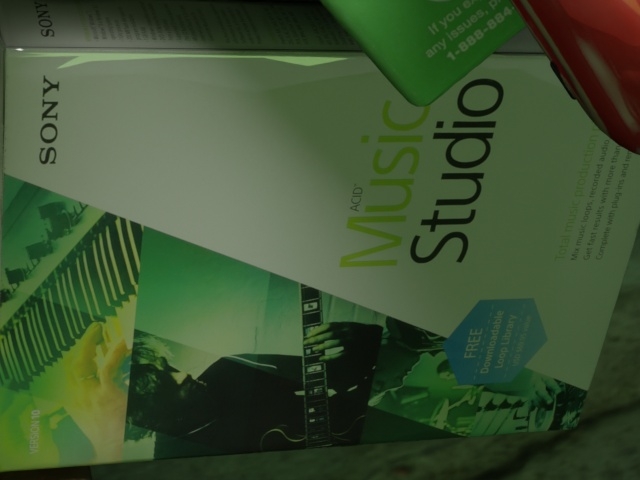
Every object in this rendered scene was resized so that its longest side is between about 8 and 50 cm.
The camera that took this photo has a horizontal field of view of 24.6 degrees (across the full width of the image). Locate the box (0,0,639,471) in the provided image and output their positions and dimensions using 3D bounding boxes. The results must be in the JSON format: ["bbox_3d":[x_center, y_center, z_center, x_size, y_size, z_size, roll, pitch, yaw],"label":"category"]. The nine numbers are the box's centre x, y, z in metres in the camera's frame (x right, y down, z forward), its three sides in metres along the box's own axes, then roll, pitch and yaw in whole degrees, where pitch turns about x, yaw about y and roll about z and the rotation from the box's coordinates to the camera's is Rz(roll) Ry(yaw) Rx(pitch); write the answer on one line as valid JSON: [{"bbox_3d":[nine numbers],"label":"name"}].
[{"bbox_3d":[0.000,0.000,0.716,0.321,0.058,0.232,-1,123,-16],"label":"box"}]

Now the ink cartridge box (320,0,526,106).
[{"bbox_3d":[0.018,-0.224,0.526,0.211,0.121,0.289,-39,126,10],"label":"ink cartridge box"}]

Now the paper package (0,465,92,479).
[{"bbox_3d":[-0.241,0.249,0.651,0.324,0.309,0.168,-3,122,-17],"label":"paper package"}]

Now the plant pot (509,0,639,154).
[{"bbox_3d":[0.124,-0.127,0.432,0.174,0.191,0.191,-34,127,9],"label":"plant pot"}]
